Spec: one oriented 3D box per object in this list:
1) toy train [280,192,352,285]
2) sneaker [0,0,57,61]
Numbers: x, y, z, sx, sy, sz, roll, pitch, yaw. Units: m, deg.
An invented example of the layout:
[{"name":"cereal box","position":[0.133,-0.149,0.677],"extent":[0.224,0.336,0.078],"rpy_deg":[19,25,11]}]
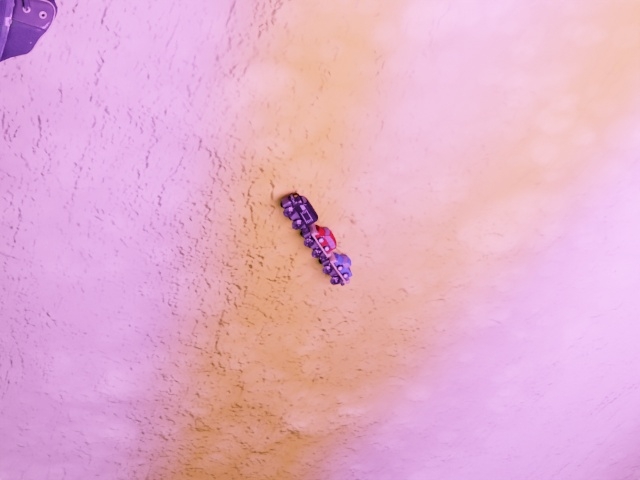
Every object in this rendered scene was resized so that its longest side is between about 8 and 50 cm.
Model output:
[{"name":"toy train","position":[0.000,0.000,1.169],"extent":[0.036,0.027,0.158],"rpy_deg":[-29,130,6]},{"name":"sneaker","position":[-0.309,-0.260,0.852],"extent":[0.163,0.086,0.226],"rpy_deg":[2,117,-31]}]
